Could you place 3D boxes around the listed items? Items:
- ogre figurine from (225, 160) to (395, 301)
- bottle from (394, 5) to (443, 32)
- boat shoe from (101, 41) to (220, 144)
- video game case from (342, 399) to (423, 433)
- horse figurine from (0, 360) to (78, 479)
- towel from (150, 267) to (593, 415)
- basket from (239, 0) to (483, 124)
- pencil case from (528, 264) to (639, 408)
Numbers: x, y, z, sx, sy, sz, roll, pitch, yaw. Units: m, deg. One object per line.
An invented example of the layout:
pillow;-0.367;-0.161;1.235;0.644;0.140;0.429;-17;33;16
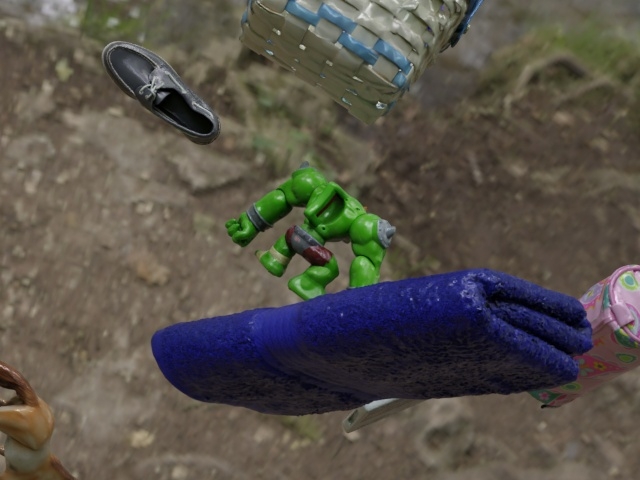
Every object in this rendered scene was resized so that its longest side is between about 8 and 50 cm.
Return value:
ogre figurine;0.000;0.000;1.426;0.097;0.118;0.197;31;6;-41
bottle;0.081;-0.381;1.624;0.092;0.118;0.283;-6;89;-23
boat shoe;-0.226;-0.216;1.968;0.206;0.065;0.075;40;86;-9
video game case;0.137;0.218;1.985;0.201;0.183;0.023;-21;77;-14
horse figurine;-0.385;0.241;1.693;0.174;0.263;0.066;11;39;9
towel;0.045;0.095;1.119;0.227;0.308;0.076;16;66;-54
basket;0.055;-0.295;1.449;0.254;0.201;0.289;33;76;-2
pencil case;0.364;0.135;1.845;0.124;0.284;0.124;10;64;-21
